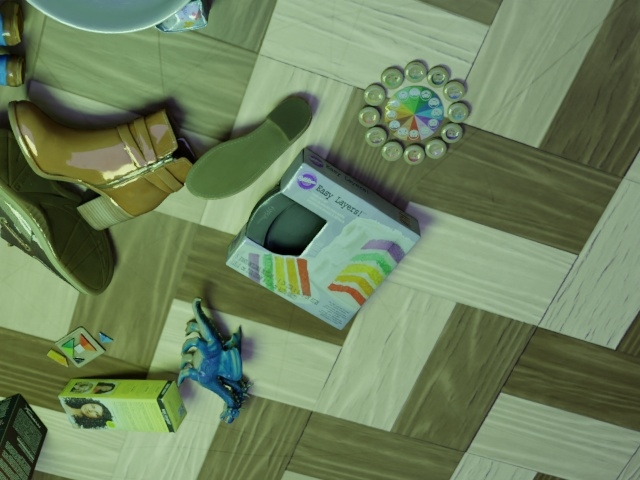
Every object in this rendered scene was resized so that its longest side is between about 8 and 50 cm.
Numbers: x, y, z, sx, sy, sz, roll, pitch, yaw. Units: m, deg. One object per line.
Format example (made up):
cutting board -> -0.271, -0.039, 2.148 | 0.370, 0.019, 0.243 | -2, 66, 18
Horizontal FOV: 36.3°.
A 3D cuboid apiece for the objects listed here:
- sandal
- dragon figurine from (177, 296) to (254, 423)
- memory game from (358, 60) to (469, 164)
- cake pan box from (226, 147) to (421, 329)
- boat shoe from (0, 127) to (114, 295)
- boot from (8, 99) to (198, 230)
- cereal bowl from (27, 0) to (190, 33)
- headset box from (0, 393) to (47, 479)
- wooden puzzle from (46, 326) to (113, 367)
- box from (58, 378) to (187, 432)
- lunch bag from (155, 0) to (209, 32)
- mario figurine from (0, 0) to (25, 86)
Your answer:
sandal -> -0.110, -0.141, 1.623 | 0.240, 0.079, 0.088 | -38, 81, -1
dragon figurine -> -0.186, 0.211, 1.816 | 0.144, 0.085, 0.289 | 7, 120, -6
memory game -> 0.155, -0.209, 1.623 | 0.186, 0.012, 0.186 | -1, 120, -1
cake pan box -> 0.000, 0.000, 1.711 | 0.267, 0.070, 0.246 | 33, 112, -18
boat shoe -> -0.487, -0.039, 1.663 | 0.123, 0.123, 0.342 | -8, 131, 38
boot -> -0.345, -0.155, 1.585 | 0.220, 0.109, 0.283 | -27, 119, 15
cereal bowl -> -0.302, -0.476, 1.384 | 0.339, 0.141, 0.339 | -1, 120, -1
headset box -> -0.659, 0.450, 1.824 | 0.218, 0.293, 0.110 | -23, 118, 11
wooden puzzle -> -0.455, 0.205, 1.848 | 0.116, 0.014, 0.078 | -38, 114, 18
box -> -0.374, 0.311, 1.846 | 0.232, 0.058, 0.087 | -4, 121, 22
lunch bag -> -0.216, -0.353, 1.497 | 0.083, 0.071, 0.053 | -11, 121, 6
mario figurine -> -0.623, -0.314, 1.506 | 0.320, 0.170, 0.198 | 1, 80, -12
